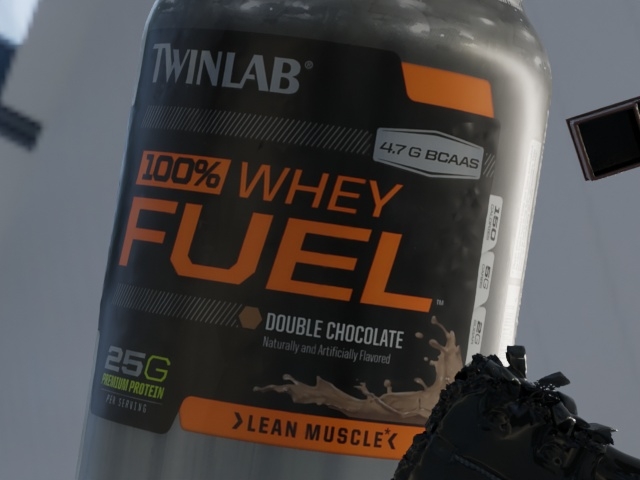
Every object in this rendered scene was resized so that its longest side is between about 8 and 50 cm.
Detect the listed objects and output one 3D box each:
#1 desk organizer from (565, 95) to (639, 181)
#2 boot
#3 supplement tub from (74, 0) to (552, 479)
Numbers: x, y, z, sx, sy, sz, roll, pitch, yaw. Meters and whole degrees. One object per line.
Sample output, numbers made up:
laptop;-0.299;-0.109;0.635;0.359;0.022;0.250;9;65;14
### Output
desk organizer;0.238;-0.080;1.170;0.050;0.130;0.047;-44;116;-83
boot;0.068;0.107;0.601;0.121;0.099;0.045;-60;173;10
supplement tub;0.000;0.000;0.847;0.207;0.207;0.338;-175;-86;-67
